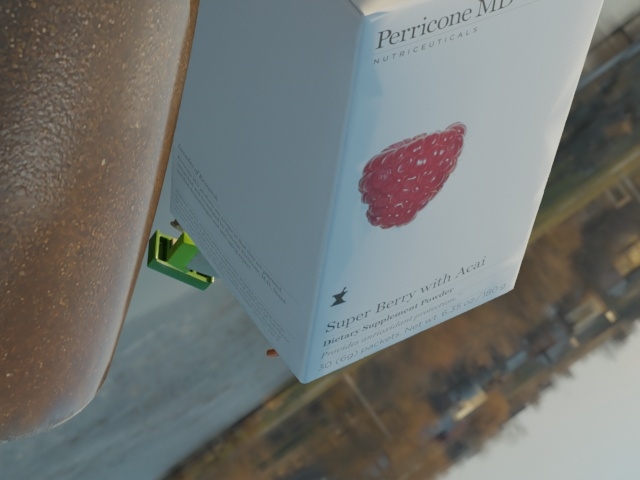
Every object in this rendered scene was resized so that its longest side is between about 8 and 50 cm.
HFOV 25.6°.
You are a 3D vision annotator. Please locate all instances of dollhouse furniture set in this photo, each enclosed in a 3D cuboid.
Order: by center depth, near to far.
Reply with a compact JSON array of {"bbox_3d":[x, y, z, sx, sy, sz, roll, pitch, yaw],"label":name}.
[{"bbox_3d":[-0.085,-0.019,1.168,0.151,0.059,0.076,-48,-148,38],"label":"dollhouse furniture set"}]

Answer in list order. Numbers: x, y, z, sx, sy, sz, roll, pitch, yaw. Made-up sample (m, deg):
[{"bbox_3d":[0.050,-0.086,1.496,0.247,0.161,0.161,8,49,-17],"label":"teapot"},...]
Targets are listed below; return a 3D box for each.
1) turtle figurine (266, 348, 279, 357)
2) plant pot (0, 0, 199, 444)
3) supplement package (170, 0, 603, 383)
[{"bbox_3d":[0.000,0.000,1.491,0.087,0.217,0.269,14,145,-29],"label":"turtle figurine"},{"bbox_3d":[-0.122,-0.090,0.448,0.230,0.215,0.215,-62,165,20],"label":"plant pot"},{"bbox_3d":[0.029,-0.091,0.844,0.177,0.175,0.293,-22,144,-25],"label":"supplement package"}]
